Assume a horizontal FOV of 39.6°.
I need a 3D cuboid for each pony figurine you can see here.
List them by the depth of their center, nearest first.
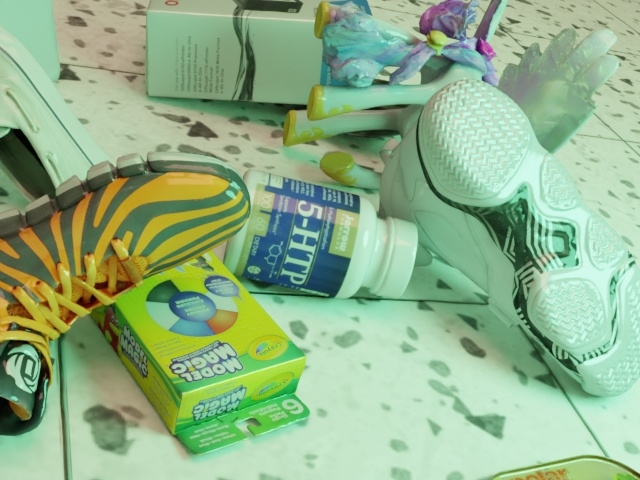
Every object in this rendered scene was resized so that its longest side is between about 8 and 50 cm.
[{"bbox_3d":[0.163,-0.189,1.105,0.363,0.351,0.303,6,49,-13],"label":"pony figurine"}]

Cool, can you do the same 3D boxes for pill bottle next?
[{"bbox_3d":[0.000,0.000,0.924,0.186,0.112,0.112,13,31,-8],"label":"pill bottle"}]

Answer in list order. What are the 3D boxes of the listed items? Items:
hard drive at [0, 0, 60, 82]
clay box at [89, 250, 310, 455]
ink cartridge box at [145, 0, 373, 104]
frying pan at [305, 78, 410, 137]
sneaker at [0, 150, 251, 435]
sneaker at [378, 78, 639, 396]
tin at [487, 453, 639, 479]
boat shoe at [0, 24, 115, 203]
[{"bbox_3d":[-0.409,-0.238,0.972,0.047,0.233,0.353,9,29,14],"label":"hard drive"},{"bbox_3d":[-0.111,0.085,0.790,0.127,0.053,0.222,-12,41,-38],"label":"clay box"},{"bbox_3d":[-0.089,-0.298,1.283,0.307,0.129,0.223,2,33,-5],"label":"ink cartridge box"},{"bbox_3d":[0.004,-0.212,1.322,0.326,0.053,0.197,11,28,11],"label":"frying pan"},{"bbox_3d":[-0.197,0.051,0.694,0.321,0.125,0.180,-19,48,1],"label":"sneaker"},{"bbox_3d":[0.197,0.010,0.972,0.137,0.210,0.366,-37,95,-22],"label":"sneaker"},{"bbox_3d":[0.210,0.234,0.738,0.189,0.040,0.106,-1,40,-29],"label":"tin"},{"bbox_3d":[-0.317,-0.118,0.900,0.267,0.096,0.088,54,43,-10],"label":"boat shoe"}]
